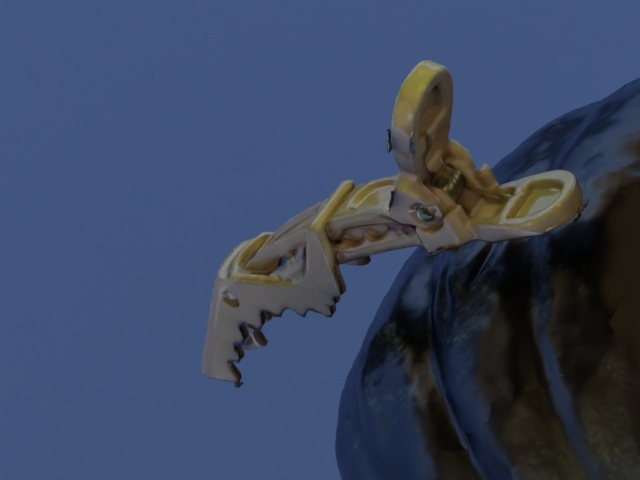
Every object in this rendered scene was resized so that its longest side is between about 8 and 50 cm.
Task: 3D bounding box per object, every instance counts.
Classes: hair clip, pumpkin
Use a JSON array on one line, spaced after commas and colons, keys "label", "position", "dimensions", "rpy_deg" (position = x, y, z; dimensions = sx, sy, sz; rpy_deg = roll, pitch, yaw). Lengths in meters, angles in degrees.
[{"label": "hair clip", "position": [0.000, 0.000, 0.730], "dimensions": [0.072, 0.226, 0.034], "rpy_deg": [46, -127, -12]}, {"label": "pumpkin", "position": [0.186, 0.101, 0.765], "dimensions": [0.363, 0.363, 0.266], "rpy_deg": [39, -143, 10]}]
